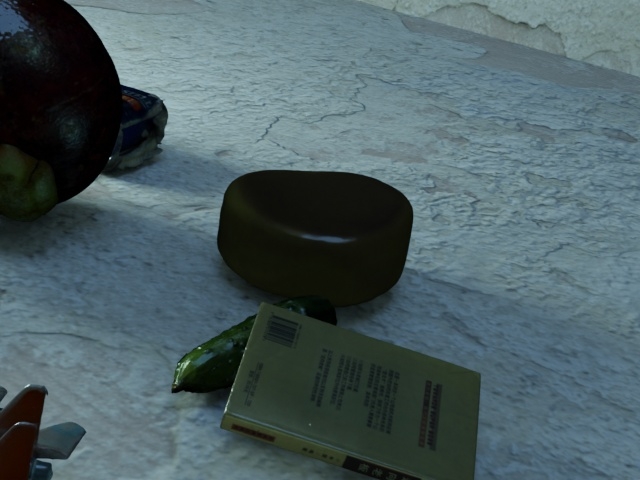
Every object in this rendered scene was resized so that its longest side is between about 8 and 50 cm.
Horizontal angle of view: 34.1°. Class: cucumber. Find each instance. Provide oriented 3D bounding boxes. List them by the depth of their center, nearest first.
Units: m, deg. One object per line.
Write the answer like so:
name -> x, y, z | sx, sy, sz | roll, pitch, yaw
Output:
cucumber -> -0.065, 0.106, 1.053 | 0.069, 0.069, 0.227 | 27, 32, 34

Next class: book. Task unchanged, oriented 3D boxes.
book -> 0.035, 0.147, 0.971 | 0.230, 0.026, 0.161 | 18, 37, -1

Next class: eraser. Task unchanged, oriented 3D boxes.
eraser -> -0.400, -0.200, 1.566 | 0.332, 0.102, 0.155 | 20, 25, 19

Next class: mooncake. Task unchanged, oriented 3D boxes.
mooncake -> 0.000, 0.000, 1.252 | 0.234, 0.117, 0.235 | 8, 26, -4

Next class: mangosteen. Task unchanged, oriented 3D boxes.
mangosteen -> -0.396, -0.167, 1.262 | 0.300, 0.300, 0.300 | 8, 24, -4

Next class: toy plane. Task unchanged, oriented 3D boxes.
toy plane -> -0.346, 0.163, 0.774 | 0.326, 0.104, 0.223 | 2, 24, -7
